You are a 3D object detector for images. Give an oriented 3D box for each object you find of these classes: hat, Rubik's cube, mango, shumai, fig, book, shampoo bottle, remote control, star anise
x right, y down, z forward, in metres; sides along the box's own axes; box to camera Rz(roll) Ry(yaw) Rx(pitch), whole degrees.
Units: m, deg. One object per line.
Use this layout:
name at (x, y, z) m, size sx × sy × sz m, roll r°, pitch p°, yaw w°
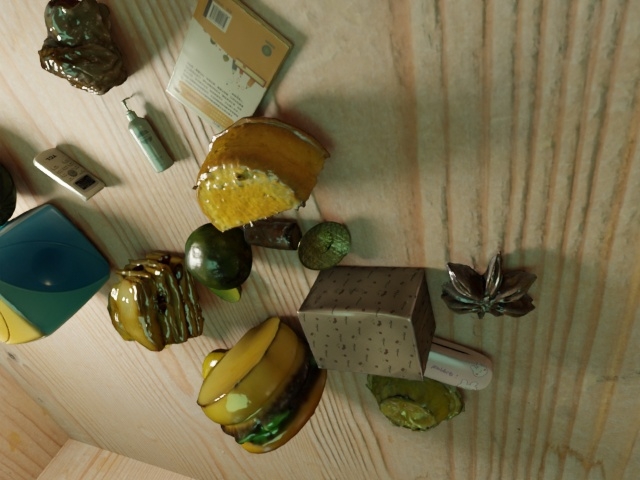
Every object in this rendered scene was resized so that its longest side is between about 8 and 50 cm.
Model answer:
hat at (0.000, 0.000, 1.197) m, size 0.146 × 0.067 × 0.146 m, roll -11°, pitch 124°, yaw -17°
Rubik's cube at (-1.000, 0.117, 1.585) m, size 0.347 × 0.351 × 0.352 m, roll -14°, pitch 123°, yaw 34°
mango at (-0.325, 0.467, 1.707) m, size 0.262 × 0.130 × 0.167 m, roll -18°, pitch 113°, yaw 29°
shumai at (-0.513, -0.436, 1.043) m, size 0.184 × 0.218 × 0.185 m, roll 21°, pitch 92°, yaw -6°
fig at (-0.303, 0.052, 1.297) m, size 0.245 × 0.195 × 0.195 m, roll -18°, pitch 118°, yaw 33°
book at (-0.209, -0.370, 1.007) m, size 0.208 × 0.020 × 0.295 m, roll 38°, pitch 134°, yaw -7°
shampoo bottle at (-0.452, -0.268, 1.190) m, size 0.056 × 0.056 × 0.195 m, roll -8°, pitch 124°, yaw 31°
remote control at (-0.743, -0.198, 1.372) m, size 0.190 × 0.087 × 0.029 m, roll 38°, pitch 130°, yaw -6°
star anise at (0.382, 0.116, 1.089) m, size 0.229 × 0.093 × 0.236 m, roll 38°, pitch 138°, yaw -15°

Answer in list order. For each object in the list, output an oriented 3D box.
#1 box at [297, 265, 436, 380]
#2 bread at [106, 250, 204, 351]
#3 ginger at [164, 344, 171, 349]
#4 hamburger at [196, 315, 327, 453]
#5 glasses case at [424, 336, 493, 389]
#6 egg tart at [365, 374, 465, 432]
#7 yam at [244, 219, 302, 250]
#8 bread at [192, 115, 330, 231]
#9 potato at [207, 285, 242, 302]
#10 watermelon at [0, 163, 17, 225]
box at (0.129, 0.207, 1.218) m, size 0.297 × 0.190 × 0.225 m, roll -1°, pitch 127°, yaw 25°
bread at (-0.574, 0.208, 1.517) m, size 0.370 × 0.191 × 0.314 m, roll -2°, pitch 108°, yaw 31°
ginger at (-0.516, 0.287, 1.670) m, size 0.193 × 0.115 × 0.122 m, roll -37°, pitch 90°, yaw 31°
hamburger at (-0.157, 0.452, 1.443) m, size 0.277 × 0.396 × 0.396 m, roll 46°, pitch 132°, yaw -14°
glasses case at (0.329, 0.334, 1.302) m, size 0.297 × 0.075 × 0.113 m, roll 15°, pitch 125°, yaw 13°
egg tart at (0.284, 0.495, 1.434) m, size 0.315 × 0.120 × 0.315 m, roll 14°, pitch 133°, yaw 15°
yam at (-0.124, -0.016, 1.232) m, size 0.141 × 0.079 × 0.079 m, roll 5°, pitch 130°, yaw 24°
bread at (-0.165, -0.157, 1.038) m, size 0.340 × 0.194 × 0.179 m, roll -14°, pitch 134°, yaw 38°
potato at (-0.320, 0.112, 1.454) m, size 0.198 × 0.054 × 0.119 m, roll 33°, pitch 135°, yaw 3°
watermelon at (-1.151, -0.161, 1.471) m, size 0.359 × 0.279 × 0.279 m, roll 13°, pitch 132°, yaw 14°
